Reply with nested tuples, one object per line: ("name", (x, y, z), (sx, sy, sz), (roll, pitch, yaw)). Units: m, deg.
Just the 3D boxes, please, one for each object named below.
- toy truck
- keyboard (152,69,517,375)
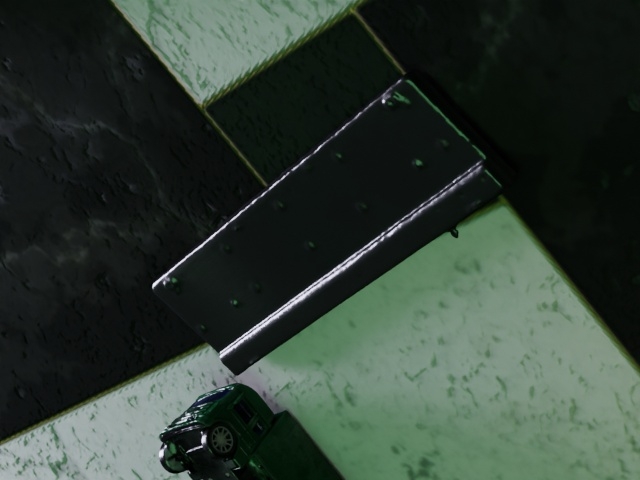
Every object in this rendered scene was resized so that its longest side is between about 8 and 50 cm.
("toy truck", (-0.046, 0.172, 1.216), (0.065, 0.079, 0.147), (-24, 111, 44))
("keyboard", (0.000, 0.000, 1.088), (0.101, 0.018, 0.310), (46, 136, -6))
